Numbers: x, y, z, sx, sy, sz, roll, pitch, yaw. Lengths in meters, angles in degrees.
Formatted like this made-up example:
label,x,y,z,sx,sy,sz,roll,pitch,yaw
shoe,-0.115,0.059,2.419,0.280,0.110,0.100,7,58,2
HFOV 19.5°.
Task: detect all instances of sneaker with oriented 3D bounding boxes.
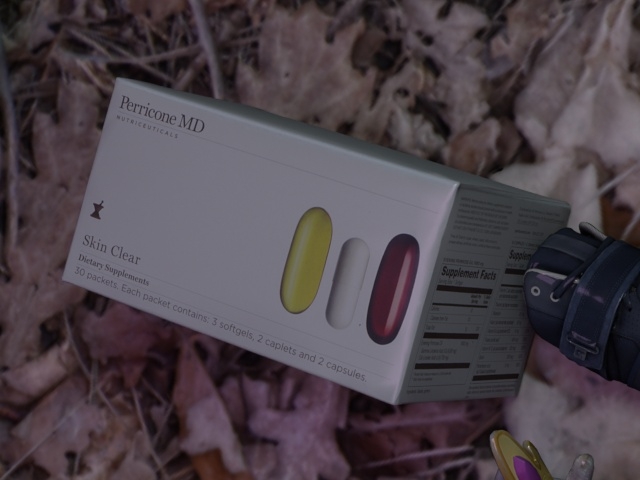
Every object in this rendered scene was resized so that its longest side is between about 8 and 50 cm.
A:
label,x,y,z,sx,sy,sz,roll,pitch,yaw
sneaker,0.210,0.015,1.173,0.163,0.086,0.226,35,140,27

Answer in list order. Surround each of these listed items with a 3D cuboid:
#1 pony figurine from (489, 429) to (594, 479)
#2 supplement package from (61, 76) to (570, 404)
label,x,y,z,sx,sy,sz,roll,pitch,yaw
pony figurine,0.149,0.279,1.119,0.363,0.303,0.351,45,143,-7
supplement package,0.000,0.000,1.258,0.262,0.204,0.145,18,95,27
